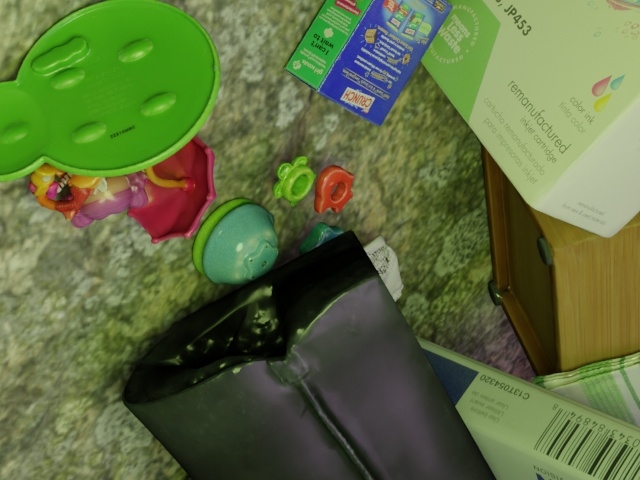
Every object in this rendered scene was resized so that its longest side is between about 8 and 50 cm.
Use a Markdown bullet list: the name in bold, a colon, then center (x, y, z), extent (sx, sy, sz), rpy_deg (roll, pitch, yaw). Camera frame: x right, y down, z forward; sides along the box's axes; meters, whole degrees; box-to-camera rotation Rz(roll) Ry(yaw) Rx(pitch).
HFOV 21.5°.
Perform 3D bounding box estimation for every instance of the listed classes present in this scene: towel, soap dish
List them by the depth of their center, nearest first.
- **towel**: center (0.260, 0.131, 1.403), extent (0.152, 0.023, 0.113), rpy_deg (-17, 136, 15)
- **soap dish**: center (0.221, 0.013, 1.441), extent (0.118, 0.229, 0.291), rpy_deg (-17, 136, -5)

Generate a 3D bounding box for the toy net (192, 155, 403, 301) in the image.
- **toy net**: center (0.000, 0.000, 1.325), extent (0.232, 0.045, 0.122), rpy_deg (21, 100, -56)

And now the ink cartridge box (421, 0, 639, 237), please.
- **ink cartridge box**: center (0.251, -0.199, 1.225), extent (0.353, 0.207, 0.119), rpy_deg (-47, 143, 19)

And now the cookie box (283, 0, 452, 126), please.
- **cookie box**: center (0.036, -0.149, 1.240), extent (0.092, 0.040, 0.107), rpy_deg (24, 99, -55)

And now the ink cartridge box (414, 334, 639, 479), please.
- **ink cartridge box**: center (0.192, 0.227, 1.462), extent (0.071, 0.324, 0.330), rpy_deg (-52, 141, -23)

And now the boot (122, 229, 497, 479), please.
- **boot**: center (-0.018, 0.261, 1.290), extent (0.367, 0.146, 0.445), rpy_deg (-38, 125, -13)

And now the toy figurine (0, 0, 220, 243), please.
- **toy figurine**: center (-0.133, -0.049, 1.087), extent (0.173, 0.130, 0.159), rpy_deg (-24, 150, -4)

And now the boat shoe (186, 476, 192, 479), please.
- **boat shoe**: center (-0.116, 0.335, 1.410), extent (0.105, 0.113, 0.306), rpy_deg (6, 111, -44)
